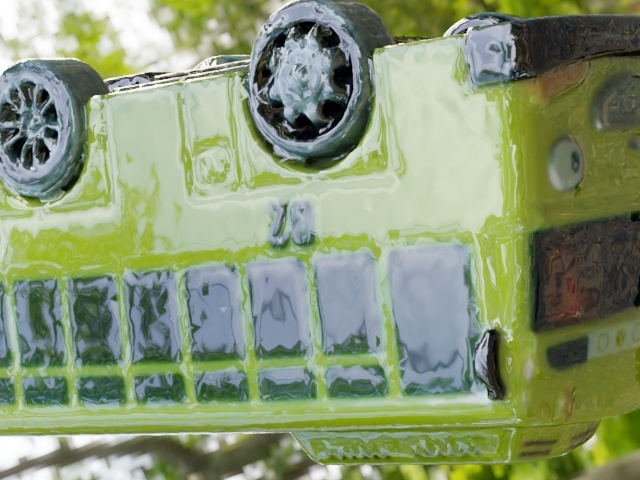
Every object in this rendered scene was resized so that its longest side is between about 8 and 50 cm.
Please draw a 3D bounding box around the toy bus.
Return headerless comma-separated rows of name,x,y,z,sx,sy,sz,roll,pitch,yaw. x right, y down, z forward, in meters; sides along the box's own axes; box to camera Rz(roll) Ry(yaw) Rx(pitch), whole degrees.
toy bus,0.000,0.000,0.675,0.128,0.262,0.150,-6,-89,-51
